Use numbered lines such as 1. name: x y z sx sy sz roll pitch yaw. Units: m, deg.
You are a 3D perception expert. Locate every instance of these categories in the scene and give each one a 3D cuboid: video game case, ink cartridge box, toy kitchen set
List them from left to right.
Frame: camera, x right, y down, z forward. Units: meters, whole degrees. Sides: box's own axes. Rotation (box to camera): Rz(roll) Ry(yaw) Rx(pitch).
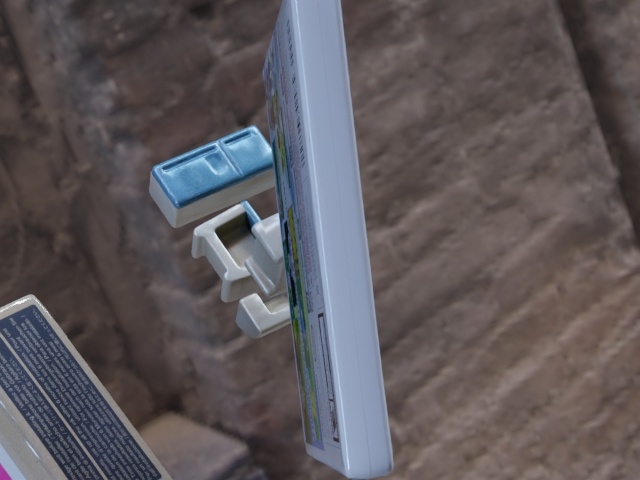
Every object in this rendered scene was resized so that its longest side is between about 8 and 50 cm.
1. ink cartridge box: -0.238 0.187 1.202 0.088 0.193 0.234 -26 -19 -42
2. toy kitchen set: -0.052 -0.039 1.406 0.122 0.166 0.207 -25 64 -24
3. video game case: 0.000 0.000 1.112 0.036 0.329 0.300 -6 -4 -6
